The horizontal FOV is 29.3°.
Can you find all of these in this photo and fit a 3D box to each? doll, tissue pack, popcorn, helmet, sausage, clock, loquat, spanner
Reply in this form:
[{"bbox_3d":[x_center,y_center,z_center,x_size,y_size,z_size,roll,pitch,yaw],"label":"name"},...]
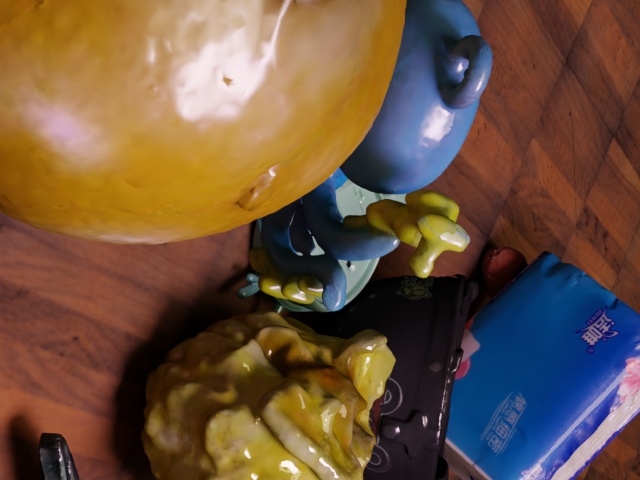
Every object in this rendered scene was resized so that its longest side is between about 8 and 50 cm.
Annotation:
[{"bbox_3d":[0.017,-0.123,0.892,0.098,0.341,0.346,24,79,-33],"label":"doll"},{"bbox_3d":[0.250,0.168,1.433,0.269,0.209,0.137,-40,149,-13],"label":"tissue pack"},{"bbox_3d":[-0.042,0.158,1.038,0.235,0.216,0.181,-75,153,-68],"label":"popcorn"},{"bbox_3d":[0.066,0.137,1.239,0.279,0.160,0.231,-67,165,-76],"label":"helmet"},{"bbox_3d":[0.231,0.044,1.536,0.059,0.054,0.094,-49,145,-18],"label":"sausage"},{"bbox_3d":[0.000,0.000,1.158,0.211,0.066,0.159,-54,144,-22],"label":"clock"},{"bbox_3d":[-0.084,-0.154,0.682,0.328,0.359,0.329,-5,97,-48],"label":"loquat"},{"bbox_3d":[-0.193,0.279,1.008,0.096,0.040,0.325,-93,180,-54],"label":"spanner"}]
